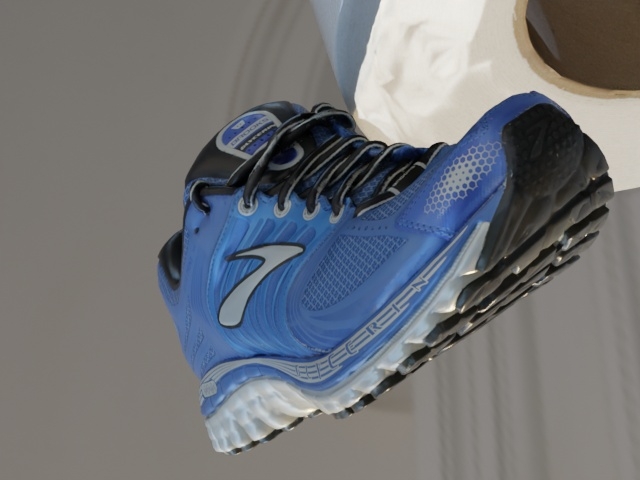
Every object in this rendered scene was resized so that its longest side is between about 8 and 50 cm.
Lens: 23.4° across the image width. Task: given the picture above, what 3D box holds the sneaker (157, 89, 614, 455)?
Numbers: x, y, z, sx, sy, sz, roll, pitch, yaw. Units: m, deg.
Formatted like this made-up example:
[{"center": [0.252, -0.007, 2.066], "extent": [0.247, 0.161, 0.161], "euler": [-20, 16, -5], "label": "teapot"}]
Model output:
[{"center": [0.000, 0.000, 0.719], "extent": [0.130, 0.330, 0.147], "euler": [-31, -91, -34], "label": "sneaker"}]

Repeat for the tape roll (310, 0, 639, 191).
[{"center": [0.185, -0.159, 0.749], "extent": [0.392, 0.392, 0.072], "euler": [23, -139, -47], "label": "tape roll"}]
